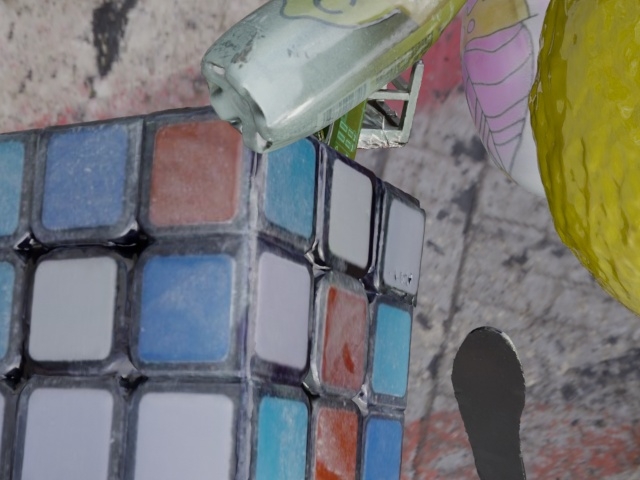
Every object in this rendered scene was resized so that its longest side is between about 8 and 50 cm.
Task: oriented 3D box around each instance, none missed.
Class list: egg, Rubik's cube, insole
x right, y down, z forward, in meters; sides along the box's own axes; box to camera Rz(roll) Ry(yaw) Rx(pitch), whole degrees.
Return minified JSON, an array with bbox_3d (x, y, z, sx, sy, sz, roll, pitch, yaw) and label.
[{"bbox_3d":[0.225,-0.169,1.125,0.196,0.196,0.271,-20,83,-10],"label":"egg"},{"bbox_3d":[-0.133,0.090,1.131,0.362,0.359,0.363,1,78,25],"label":"Rubik's cube"},{"bbox_3d":[0.245,0.244,1.668,0.110,0.309,0.012,4,36,27],"label":"insole"}]

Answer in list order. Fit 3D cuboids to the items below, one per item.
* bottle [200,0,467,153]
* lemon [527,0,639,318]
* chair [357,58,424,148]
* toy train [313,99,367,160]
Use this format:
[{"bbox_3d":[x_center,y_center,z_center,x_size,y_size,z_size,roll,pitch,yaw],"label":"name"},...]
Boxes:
[{"bbox_3d":[0.048,-0.154,0.745,0.270,0.083,0.083,-38,79,-20],"label":"bottle"},{"bbox_3d":[0.231,-0.060,0.515,0.322,0.268,0.268,-8,67,40],"label":"lemon"},{"bbox_3d":[0.046,-0.171,1.782,0.147,0.270,0.136,0,29,-20],"label":"chair"},{"bbox_3d":[-0.004,-0.142,1.343,0.090,0.137,0.225,1,68,33],"label":"toy train"}]
